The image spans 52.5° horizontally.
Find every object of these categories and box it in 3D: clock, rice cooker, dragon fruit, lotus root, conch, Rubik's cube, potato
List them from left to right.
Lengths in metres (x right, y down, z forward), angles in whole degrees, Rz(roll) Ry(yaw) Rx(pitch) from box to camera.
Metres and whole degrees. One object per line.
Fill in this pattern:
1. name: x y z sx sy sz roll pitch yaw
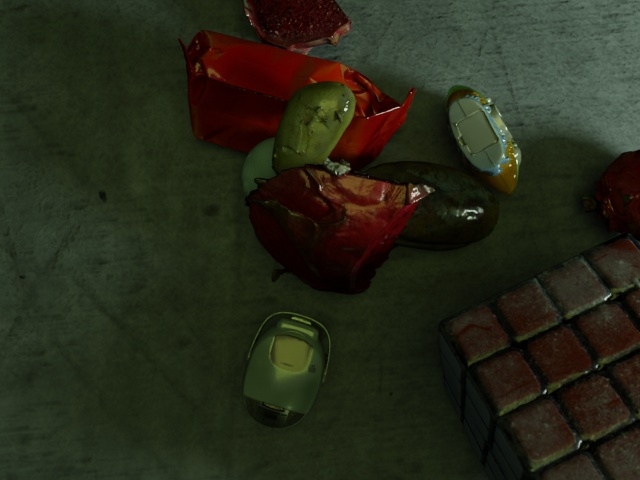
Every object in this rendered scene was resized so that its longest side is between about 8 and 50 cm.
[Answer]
1. rice cooker: -0.063 0.234 1.177 0.145 0.127 0.206 17 81 1
2. dragon fruit: -0.061 -0.444 1.255 0.161 0.126 0.274 -37 76 6
3. conch: -0.044 -0.088 1.184 0.221 0.185 0.120 33 55 -18
4. potato: -0.017 -0.174 1.054 0.105 0.085 0.188 29 104 14
5. dragon fruit: 0.000 0.000 1.090 0.282 0.343 0.100 17 54 -4
6. lotus root: 0.196 -0.065 1.178 0.275 0.152 0.160 7 63 -19
7. clock: 0.304 -0.189 1.215 0.103 0.144 0.230 -27 84 22
8. Rubik's cube: 0.408 0.255 1.018 0.345 0.337 0.343 -22 57 -4
9. dragon fruit: 0.599 -0.087 1.191 0.210 0.172 0.172 -6 84 -2

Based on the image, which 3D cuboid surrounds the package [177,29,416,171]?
1. package: -0.056 -0.243 1.187 0.424 0.196 0.123 14 63 0
